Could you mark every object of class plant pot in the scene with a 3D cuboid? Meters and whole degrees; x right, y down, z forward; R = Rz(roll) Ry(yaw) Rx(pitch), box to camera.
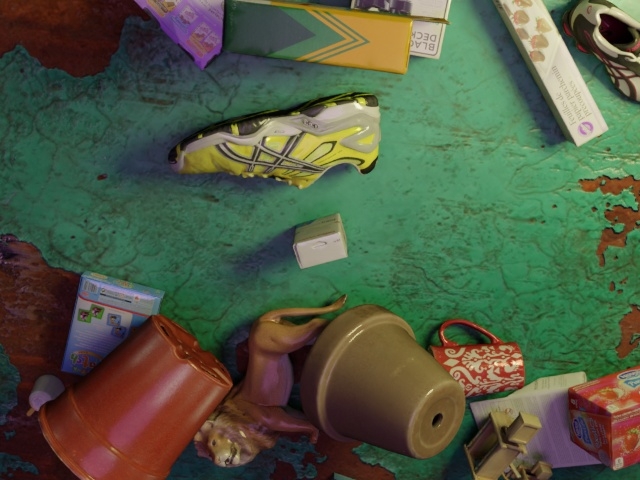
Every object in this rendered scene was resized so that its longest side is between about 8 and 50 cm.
[{"bbox_3d":[-0.321,0.297,1.439,0.272,0.272,0.265,43,89,-12],"label":"plant pot"},{"bbox_3d":[0.131,0.272,1.407,0.263,0.229,0.263,-17,116,-37],"label":"plant pot"}]

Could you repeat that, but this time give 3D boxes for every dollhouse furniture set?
[{"bbox_3d":[0.406,0.402,1.558,0.161,0.101,0.182,19,120,-19],"label":"dollhouse furniture set"}]

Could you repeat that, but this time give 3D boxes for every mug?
[{"bbox_3d":[0.300,0.235,1.511,0.169,0.113,0.150,-5,109,-1],"label":"mug"},{"bbox_3d":[-0.556,0.319,1.571,0.062,0.064,0.078,10,108,-3],"label":"mug"}]

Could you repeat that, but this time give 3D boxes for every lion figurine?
[{"bbox_3d":[-0.098,0.267,1.529,0.240,0.142,0.392,14,93,4],"label":"lion figurine"}]

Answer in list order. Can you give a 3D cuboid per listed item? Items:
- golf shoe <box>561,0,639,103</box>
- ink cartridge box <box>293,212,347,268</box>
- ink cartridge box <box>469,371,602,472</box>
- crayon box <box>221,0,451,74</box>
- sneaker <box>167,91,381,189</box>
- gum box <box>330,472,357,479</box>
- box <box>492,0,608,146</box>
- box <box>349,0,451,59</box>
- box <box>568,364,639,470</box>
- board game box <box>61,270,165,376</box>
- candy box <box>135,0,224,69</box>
[{"bbox_3d":[0.533,-0.310,1.328,0.273,0.120,0.105,32,104,-10],"label":"golf shoe"},{"bbox_3d":[0.000,0.000,1.430,0.088,0.122,0.052,-15,107,6],"label":"ink cartridge box"},{"bbox_3d":[0.446,0.376,1.595,0.232,0.066,0.189,-13,109,27],"label":"ink cartridge box"},{"bbox_3d":[0.029,-0.316,1.197,0.323,0.203,0.083,7,108,4],"label":"crayon box"},{"bbox_3d":[-0.078,-0.154,1.373,0.385,0.145,0.147,-10,107,6],"label":"sneaker"},{"bbox_3d":[0.069,0.603,1.666,0.157,0.041,0.184,20,106,-4],"label":"gum box"},{"bbox_3d":[0.393,-0.318,1.355,0.063,0.067,0.324,-31,104,10],"label":"box"},{"bbox_3d":[0.145,-0.460,1.300,0.169,0.087,0.290,11,108,-2],"label":"box"},{"bbox_3d":[0.613,0.321,1.479,0.257,0.128,0.122,-12,105,-17],"label":"box"},{"bbox_3d":[-0.409,0.179,1.537,0.160,0.039,0.211,16,107,-6],"label":"board game box"},{"bbox_3d":[-0.187,-0.419,1.327,0.196,0.070,0.165,-41,103,13],"label":"candy box"}]
